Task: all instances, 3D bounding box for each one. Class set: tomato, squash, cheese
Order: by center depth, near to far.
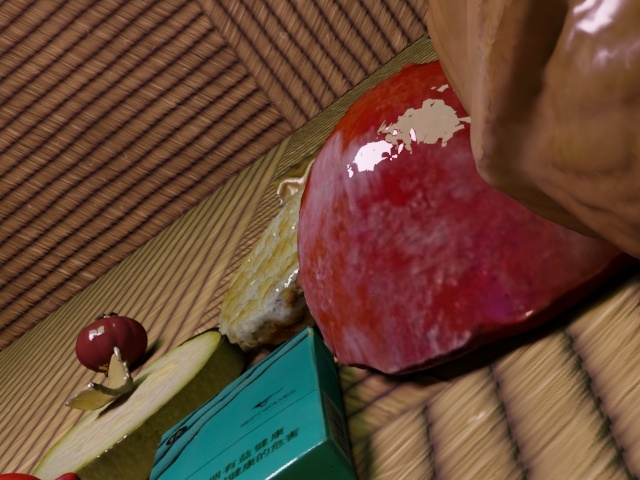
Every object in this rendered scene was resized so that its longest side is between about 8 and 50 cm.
[{"bbox_3d":[0.101,-0.050,0.668,0.309,0.170,0.309,-38,11,9],"label":"tomato"},{"bbox_3d":[-0.184,0.182,0.960,0.252,0.049,0.252,-37,9,7],"label":"squash"},{"bbox_3d":[-0.226,0.151,0.998,0.060,0.041,0.084,-40,10,34],"label":"cheese"}]

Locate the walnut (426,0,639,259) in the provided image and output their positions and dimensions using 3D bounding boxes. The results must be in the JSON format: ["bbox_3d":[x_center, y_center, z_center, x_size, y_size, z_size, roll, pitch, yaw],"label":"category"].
[{"bbox_3d":[0.203,-0.130,0.410,0.332,0.333,0.333,-36,12,9],"label":"walnut"}]

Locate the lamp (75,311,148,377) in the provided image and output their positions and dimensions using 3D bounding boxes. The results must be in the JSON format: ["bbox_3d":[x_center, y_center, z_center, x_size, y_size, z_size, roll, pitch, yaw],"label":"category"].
[{"bbox_3d":[-0.291,0.146,1.309,0.101,0.090,0.101,-17,-19,-6],"label":"lamp"}]

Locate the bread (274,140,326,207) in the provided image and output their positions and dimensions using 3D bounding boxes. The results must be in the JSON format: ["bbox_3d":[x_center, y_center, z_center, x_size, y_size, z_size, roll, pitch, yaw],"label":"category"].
[{"bbox_3d":[0.056,-0.123,1.300,0.269,0.098,0.087,-36,53,9],"label":"bread"}]

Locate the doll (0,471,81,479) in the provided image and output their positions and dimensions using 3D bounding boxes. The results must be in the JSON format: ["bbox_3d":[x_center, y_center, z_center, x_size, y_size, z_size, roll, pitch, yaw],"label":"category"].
[{"bbox_3d":[-0.308,0.269,0.697,0.363,0.160,0.183,-34,11,16],"label":"doll"}]

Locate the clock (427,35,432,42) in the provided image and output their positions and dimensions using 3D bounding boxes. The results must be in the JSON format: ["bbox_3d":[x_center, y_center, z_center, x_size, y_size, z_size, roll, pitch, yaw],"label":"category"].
[{"bbox_3d":[0.184,-0.193,1.057,0.101,0.135,0.041,-41,11,-20],"label":"clock"}]

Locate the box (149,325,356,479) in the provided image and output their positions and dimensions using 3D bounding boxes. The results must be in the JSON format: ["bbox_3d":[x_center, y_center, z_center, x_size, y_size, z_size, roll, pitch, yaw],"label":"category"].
[{"bbox_3d":[-0.055,0.153,0.673,0.161,0.042,0.226,-36,12,5],"label":"box"}]

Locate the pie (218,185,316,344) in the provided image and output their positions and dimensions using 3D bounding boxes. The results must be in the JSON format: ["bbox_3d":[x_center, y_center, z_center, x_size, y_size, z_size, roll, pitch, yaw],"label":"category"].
[{"bbox_3d":[-0.007,0.006,0.951,0.257,0.105,0.274,-44,11,-5],"label":"pie"}]
